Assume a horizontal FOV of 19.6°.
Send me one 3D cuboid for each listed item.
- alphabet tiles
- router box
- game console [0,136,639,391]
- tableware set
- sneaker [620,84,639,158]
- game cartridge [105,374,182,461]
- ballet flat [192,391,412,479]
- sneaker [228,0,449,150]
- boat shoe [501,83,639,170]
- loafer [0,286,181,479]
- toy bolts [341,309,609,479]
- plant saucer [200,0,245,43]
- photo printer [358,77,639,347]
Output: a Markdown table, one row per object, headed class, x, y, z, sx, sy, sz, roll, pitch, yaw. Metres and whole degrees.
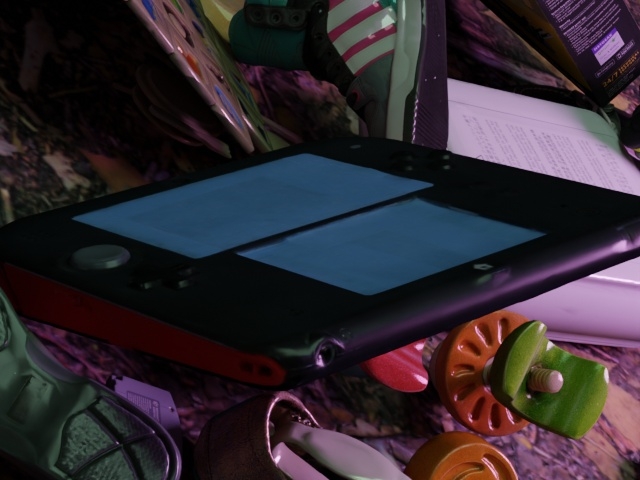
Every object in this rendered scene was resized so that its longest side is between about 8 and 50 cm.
| class | x | y | z | sx | sy | sz | roll | pitch | yaw |
| --- | --- | --- | --- | --- | --- | --- | --- | --- | --- |
| alphabet tiles | -0.143 | -0.219 | 1.495 | 0.342 | 0.011 | 0.285 | 51 | 11 | -37 |
| router box | 0.185 | -0.300 | 1.888 | 0.309 | 0.081 | 0.243 | 48 | 1 | 39 |
| game console | 0.000 | 0.000 | 1.291 | 0.387 | 0.342 | 0.060 | -18 | 109 | -39 |
| tableware set | -0.083 | -0.082 | 1.557 | 0.194 | 0.039 | 0.128 | 30 | 22 | -28 |
| sneaker | 0.387 | -0.115 | 1.889 | 0.121 | 0.111 | 0.300 | 59 | 33 | -11 |
| game cartridge | -0.122 | 0.134 | 1.287 | 0.056 | 0.017 | 0.083 | 20 | 39 | -25 |
| ballet flat | 0.052 | 0.219 | 1.287 | 0.316 | 0.106 | 0.107 | 38 | 33 | -7 |
| sneaker | 0.011 | -0.155 | 1.600 | 0.124 | 0.178 | 0.295 | 55 | 32 | -58 |
| boat shoe | 0.334 | -0.094 | 1.949 | 0.335 | 0.095 | 0.112 | 27 | 36 | -22 |
| loafer | -0.212 | 0.096 | 1.200 | 0.267 | 0.084 | 0.096 | 39 | 64 | 1 |
| toy bolts | 0.069 | 0.119 | 1.443 | 0.228 | 0.158 | 0.218 | 38 | 72 | -24 |
| plant saucer | -0.030 | -0.288 | 1.683 | 0.241 | 0.241 | 0.037 | 31 | 14 | -17 |
| photo printer | 0.182 | -0.026 | 1.703 | 0.308 | 0.107 | 0.256 | 8 | 46 | -41 |
